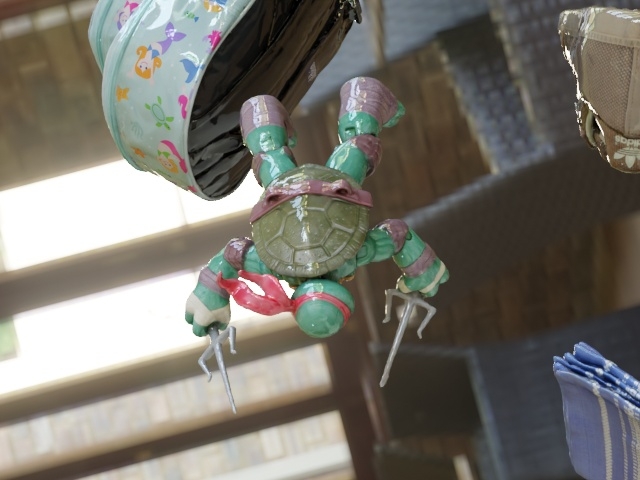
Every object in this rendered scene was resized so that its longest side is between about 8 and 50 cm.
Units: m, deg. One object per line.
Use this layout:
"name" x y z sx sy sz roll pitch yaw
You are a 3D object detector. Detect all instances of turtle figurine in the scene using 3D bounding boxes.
"turtle figurine" 0.000 0.000 1.130 0.118 0.175 0.234 97 175 -53

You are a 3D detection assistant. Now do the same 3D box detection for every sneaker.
"sneaker" 0.139 -0.070 0.803 0.188 0.066 0.071 -23 -59 -79

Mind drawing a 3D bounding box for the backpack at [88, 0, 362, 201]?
"backpack" -0.101 -0.174 1.592 0.254 0.191 0.225 -62 -19 -20

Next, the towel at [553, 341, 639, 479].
"towel" 0.343 0.242 1.511 0.336 0.040 0.243 38 161 30
